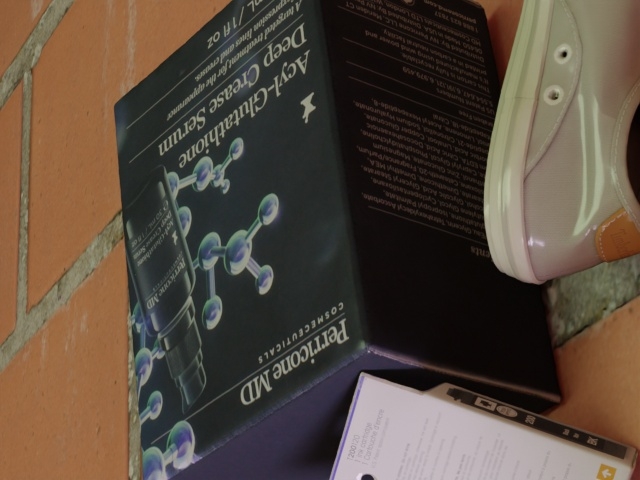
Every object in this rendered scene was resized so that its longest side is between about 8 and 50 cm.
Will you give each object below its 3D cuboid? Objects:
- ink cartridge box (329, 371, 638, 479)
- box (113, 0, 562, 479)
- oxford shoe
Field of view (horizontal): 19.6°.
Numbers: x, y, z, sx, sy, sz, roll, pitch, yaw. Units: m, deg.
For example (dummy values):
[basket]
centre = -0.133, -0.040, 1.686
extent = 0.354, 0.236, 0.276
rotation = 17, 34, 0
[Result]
[ink cartridge box]
centre = 0.103, 0.216, 1.370
extent = 0.045, 0.208, 0.206
rotation = -42, -30, -72
[box]
centre = 0.000, 0.000, 1.567
extent = 0.293, 0.212, 0.395
rotation = -36, 50, 39
[oxford shoe]
centre = 0.221, -0.180, 1.351
extent = 0.130, 0.169, 0.449
rotation = 4, 73, 24
